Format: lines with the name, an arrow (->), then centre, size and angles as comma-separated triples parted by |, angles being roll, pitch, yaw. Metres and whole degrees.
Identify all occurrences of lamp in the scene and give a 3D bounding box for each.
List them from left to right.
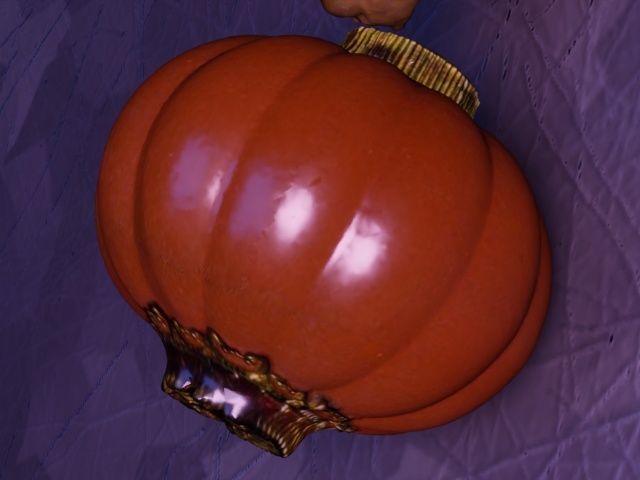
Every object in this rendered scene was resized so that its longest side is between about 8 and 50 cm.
lamp -> 0.000, 0.000, 0.735 | 0.223, 0.223, 0.197 | 10, 68, 54

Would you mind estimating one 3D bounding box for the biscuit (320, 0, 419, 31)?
biscuit -> 0.064, -0.339, 0.723 | 0.394, 0.076, 0.368 | 109, 171, -49
